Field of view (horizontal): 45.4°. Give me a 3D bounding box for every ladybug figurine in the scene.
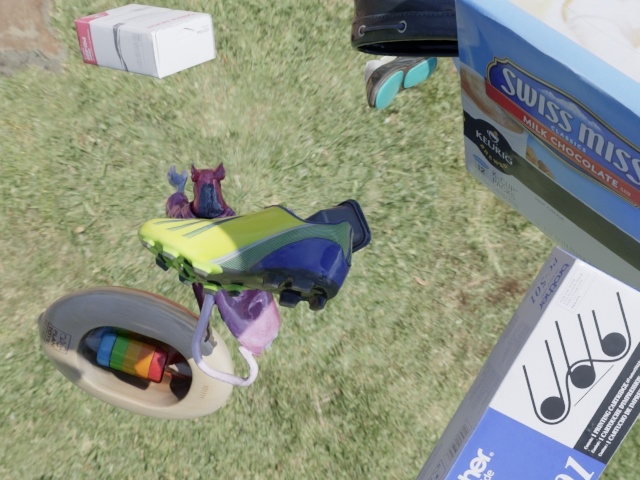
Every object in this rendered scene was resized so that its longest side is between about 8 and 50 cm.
[{"bbox_3d":[-0.398,0.231,1.691,0.450,0.162,0.305,22,119,-3],"label":"ladybug figurine"}]

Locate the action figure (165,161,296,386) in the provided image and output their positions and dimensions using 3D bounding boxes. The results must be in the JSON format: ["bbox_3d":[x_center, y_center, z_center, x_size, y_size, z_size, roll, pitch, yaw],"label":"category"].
[{"bbox_3d":[-0.192,0.025,1.325,0.248,0.275,0.370,9,135,18],"label":"action figure"}]

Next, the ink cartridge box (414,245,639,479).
[{"bbox_3d":[0.156,0.118,0.530,0.097,0.046,0.207,27,99,-8],"label":"ink cartridge box"}]

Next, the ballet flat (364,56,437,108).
[{"bbox_3d":[0.156,-0.365,1.702,0.096,0.280,0.095,31,130,21],"label":"ballet flat"}]

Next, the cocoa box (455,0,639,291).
[{"bbox_3d":[0.310,-0.159,0.604,0.347,0.228,0.231,-38,60,-10],"label":"cocoa box"}]

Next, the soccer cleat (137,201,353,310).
[{"bbox_3d":[-0.091,0.004,0.928,0.289,0.093,0.121,10,63,28],"label":"soccer cleat"}]

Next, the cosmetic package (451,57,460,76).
[{"bbox_3d":[0.464,-0.399,1.725,0.284,0.097,0.377,-26,83,33],"label":"cosmetic package"}]

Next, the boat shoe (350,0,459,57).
[{"bbox_3d":[0.246,-0.251,0.939,0.500,0.187,0.155,21,100,29],"label":"boat shoe"}]

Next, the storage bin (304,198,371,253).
[{"bbox_3d":[0.000,0.000,1.238,0.135,0.091,0.098,-29,78,33],"label":"storage bin"}]

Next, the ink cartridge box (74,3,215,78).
[{"bbox_3d":[-0.335,-0.388,1.472,0.218,0.159,0.092,16,124,32],"label":"ink cartridge box"}]
